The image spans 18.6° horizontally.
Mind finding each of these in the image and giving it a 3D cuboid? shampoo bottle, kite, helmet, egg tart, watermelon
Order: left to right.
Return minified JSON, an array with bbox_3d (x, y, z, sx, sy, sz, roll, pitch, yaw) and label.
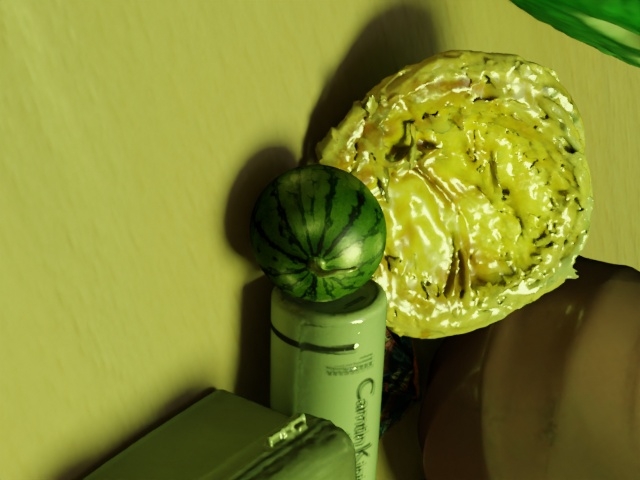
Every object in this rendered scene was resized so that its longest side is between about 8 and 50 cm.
[{"bbox_3d":[-0.003,-0.002,1.374,0.109,0.109,0.109,-35,135,-43],"label":"watermelon"},{"bbox_3d":[0.002,0.153,1.467,0.085,0.085,0.262,-29,130,-47],"label":"shampoo bottle"},{"bbox_3d":[0.024,0.124,1.582,0.234,0.016,0.321,16,95,-61],"label":"kite"},{"bbox_3d":[0.098,-0.042,1.486,0.232,0.098,0.252,-46,123,5],"label":"egg tart"},{"bbox_3d":[0.184,0.141,1.649,0.271,0.197,0.338,-64,-177,-27],"label":"helmet"}]

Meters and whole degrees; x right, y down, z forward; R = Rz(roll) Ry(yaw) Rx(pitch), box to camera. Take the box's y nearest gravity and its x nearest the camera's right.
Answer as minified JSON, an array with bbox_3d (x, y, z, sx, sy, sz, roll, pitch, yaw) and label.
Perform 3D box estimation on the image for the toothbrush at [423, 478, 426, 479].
[{"bbox_3d":[0.109,0.210,1.757,0.219,0.019,0.016,-50,159,-28],"label":"toothbrush"}]

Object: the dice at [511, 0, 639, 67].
[{"bbox_3d":[0.311,-0.276,1.521,0.300,0.287,0.297,20,90,-58],"label":"dice"}]

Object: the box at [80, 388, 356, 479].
[{"bbox_3d":[-0.077,0.204,1.356,0.210,0.129,0.148,-31,133,-44],"label":"box"}]
